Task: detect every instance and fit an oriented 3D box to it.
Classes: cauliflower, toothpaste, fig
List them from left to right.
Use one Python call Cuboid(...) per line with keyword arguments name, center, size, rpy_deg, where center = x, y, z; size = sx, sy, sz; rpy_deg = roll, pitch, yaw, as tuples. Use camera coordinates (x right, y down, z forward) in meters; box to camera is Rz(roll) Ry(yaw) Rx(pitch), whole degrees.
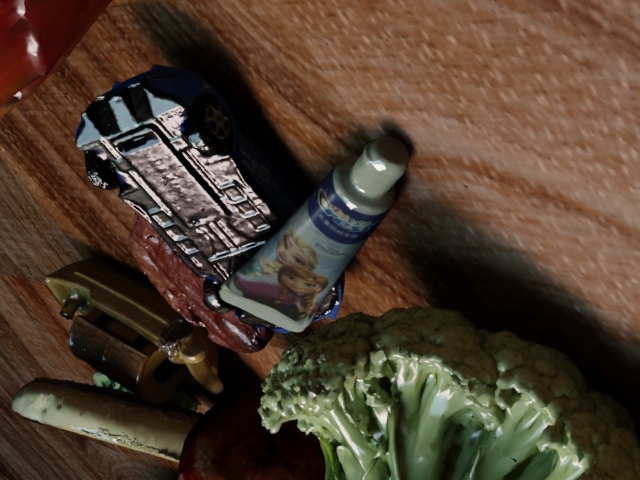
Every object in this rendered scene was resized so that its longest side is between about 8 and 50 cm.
Cuboid(name="toothpaste", center=(0.000, 0.000, 0.978), size=(0.062, 0.037, 0.216), rpy_deg=(28, 146, -9))
Cuboid(name="fig", center=(0.016, 0.196, 1.266), size=(0.170, 0.146, 0.274), rpy_deg=(-1, 160, 32))
Cuboid(name="cauliflower", center=(0.079, 0.190, 0.945), size=(0.275, 0.250, 0.272), rpy_deg=(35, 156, 38))

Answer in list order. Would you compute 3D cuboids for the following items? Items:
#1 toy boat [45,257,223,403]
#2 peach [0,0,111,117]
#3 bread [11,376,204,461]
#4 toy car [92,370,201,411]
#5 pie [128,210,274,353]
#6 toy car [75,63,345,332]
Cuboid(name="toy boat", center=(-0.171, 0.078, 1.450), size=(0.226, 0.088, 0.068), rpy_deg=(25, 152, 42))
Cuboid(name="peach", center=(-0.241, -0.203, 0.749), size=(0.372, 0.373, 0.290), rpy_deg=(43, -168, 6))
Cuboid(name="bread", center=(-0.144, 0.165, 1.472), size=(0.267, 0.041, 0.267), rpy_deg=(15, 176, 1))
Cuboid(name="toy car", center=(-0.184, 0.153, 1.667), size=(0.093, 0.058, 0.186), rpy_deg=(50, 160, -9))
Cuboid(name="pie", center=(-0.089, 0.026, 1.266), size=(0.153, 0.038, 0.153), rpy_deg=(36, 156, 20))
Cuboid(name="toy car", center=(-0.060, -0.025, 1.047), size=(0.103, 0.063, 0.216), rpy_deg=(-18, 129, 33))
